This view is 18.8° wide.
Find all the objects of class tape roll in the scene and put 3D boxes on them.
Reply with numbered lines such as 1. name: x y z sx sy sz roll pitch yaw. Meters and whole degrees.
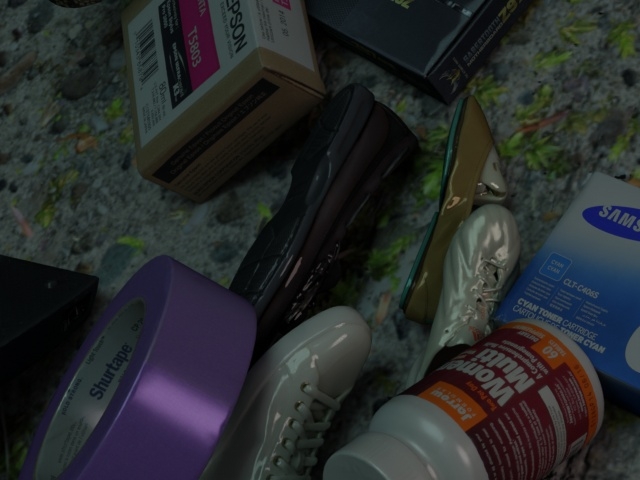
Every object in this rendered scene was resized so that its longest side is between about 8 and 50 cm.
1. tape roll: -0.165 0.152 1.683 0.275 0.090 0.275 -53 16 23

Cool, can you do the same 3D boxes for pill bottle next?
1. pill bottle: 0.114 0.160 1.538 0.221 0.121 0.121 -30 40 -35

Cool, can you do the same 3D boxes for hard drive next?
1. hard drive: -0.350 0.094 1.870 0.172 0.054 0.254 11 30 34

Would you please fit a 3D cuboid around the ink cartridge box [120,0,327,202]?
1. ink cartridge box: -0.104 -0.188 1.938 0.193 0.088 0.235 -40 43 31

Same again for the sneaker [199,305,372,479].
1. sneaker: -0.033 0.195 1.675 0.290 0.106 0.123 -52 52 4

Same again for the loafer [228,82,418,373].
1. loafer: 0.000 0.000 1.791 0.303 0.095 0.109 -64 19 -16

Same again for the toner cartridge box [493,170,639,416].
1. toner cartridge box: 0.325 0.079 1.563 0.348 0.075 0.165 26 73 39

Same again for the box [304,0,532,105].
1. box: 0.095 -0.260 1.927 0.232 0.059 0.183 35 84 40

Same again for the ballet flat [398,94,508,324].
1. ballet flat: 0.133 -0.023 1.756 0.073 0.080 0.232 15 67 5

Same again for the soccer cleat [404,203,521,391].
1. soccer cleat: 0.127 0.064 1.653 0.076 0.068 0.196 -149 80 -81

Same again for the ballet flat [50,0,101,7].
1. ballet flat: -0.107 -0.401 1.970 0.482 0.182 0.164 -29 69 2
